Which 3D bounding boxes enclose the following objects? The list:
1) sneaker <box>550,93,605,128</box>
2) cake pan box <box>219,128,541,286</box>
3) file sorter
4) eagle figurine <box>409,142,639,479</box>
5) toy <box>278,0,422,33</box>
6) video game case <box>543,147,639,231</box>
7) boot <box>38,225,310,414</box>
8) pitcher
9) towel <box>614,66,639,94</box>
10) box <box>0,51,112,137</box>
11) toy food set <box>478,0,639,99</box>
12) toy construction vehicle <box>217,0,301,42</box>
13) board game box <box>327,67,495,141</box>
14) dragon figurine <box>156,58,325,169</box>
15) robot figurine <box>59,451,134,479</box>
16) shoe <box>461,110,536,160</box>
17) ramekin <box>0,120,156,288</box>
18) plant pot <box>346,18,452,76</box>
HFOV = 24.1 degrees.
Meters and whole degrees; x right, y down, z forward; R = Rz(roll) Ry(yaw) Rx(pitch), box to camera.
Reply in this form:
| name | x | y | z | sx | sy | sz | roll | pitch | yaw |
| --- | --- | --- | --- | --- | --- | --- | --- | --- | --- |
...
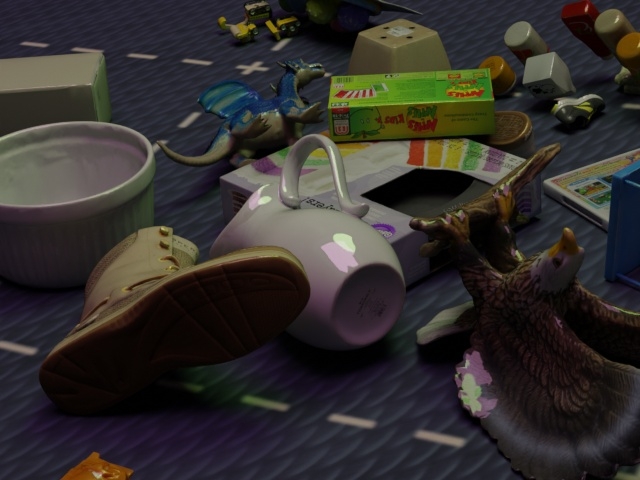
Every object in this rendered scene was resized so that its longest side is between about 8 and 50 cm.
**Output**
| name | x | y | z | sx | sy | sz | roll | pitch | yaw |
| --- | --- | --- | --- | --- | --- | --- | --- | --- | --- |
| sneaker | 0.313 | -0.151 | 1.804 | 0.083 | 0.031 | 0.035 | -13 | 60 | -34 |
| cake pan box | 0.066 | -0.045 | 1.601 | 0.245 | 0.070 | 0.267 | -27 | 36 | -32 |
| file sorter | 0.374 | -0.026 | 1.469 | 0.170 | 0.118 | 0.104 | -27 | 38 | -35 |
| eagle figurine | 0.211 | 0.072 | 1.291 | 0.226 | 0.225 | 0.298 | -45 | 69 | 7 |
| toy | 0.017 | -0.324 | 2.107 | 0.137 | 0.056 | 0.237 | 12 | 7 | -36 |
| video game case | 0.346 | -0.054 | 1.626 | 0.157 | 0.019 | 0.143 | -19 | 31 | -23 |
| boot | -0.123 | 0.043 | 1.382 | 0.262 | 0.095 | 0.203 | -27 | 21 | 17 |
| pitcher | 0.000 | 0.000 | 1.422 | 0.125 | 0.178 | 0.207 | 20 | 8 | -38 |
| towel | 0.452 | -0.211 | 1.889 | 0.148 | 0.027 | 0.110 | 7 | 32 | 20 |
| box | -0.403 | -0.164 | 1.855 | 0.275 | 0.094 | 0.113 | -3 | 29 | 2 |
| toy food set | 0.321 | -0.219 | 1.860 | 0.232 | 0.104 | 0.111 | -10 | 55 | 37 |
| toy construction vehicle | -0.088 | -0.306 | 2.140 | 0.098 | 0.035 | 0.086 | -18 | 42 | -19 |
| board game box | 0.101 | -0.152 | 1.677 | 0.181 | 0.043 | 0.092 | -3 | 29 | 5 |
| dragon figurine | -0.092 | -0.136 | 1.768 | 0.289 | 0.085 | 0.144 | -23 | 33 | -31 |
| robot figurine | -0.176 | 0.263 | 1.052 | 0.211 | 0.085 | 0.291 | 10 | 31 | 25 |
| shoe | 0.156 | -0.123 | 1.751 | 0.219 | 0.058 | 0.076 | 15 | 65 | 39 |
| ramekin | -0.272 | -0.035 | 1.586 | 0.207 | 0.109 | 0.207 | -4 | 28 | 2 |
| plant pot | 0.098 | -0.216 | 1.875 | 0.109 | 0.096 | 0.109 | -23 | 34 | -29 |
